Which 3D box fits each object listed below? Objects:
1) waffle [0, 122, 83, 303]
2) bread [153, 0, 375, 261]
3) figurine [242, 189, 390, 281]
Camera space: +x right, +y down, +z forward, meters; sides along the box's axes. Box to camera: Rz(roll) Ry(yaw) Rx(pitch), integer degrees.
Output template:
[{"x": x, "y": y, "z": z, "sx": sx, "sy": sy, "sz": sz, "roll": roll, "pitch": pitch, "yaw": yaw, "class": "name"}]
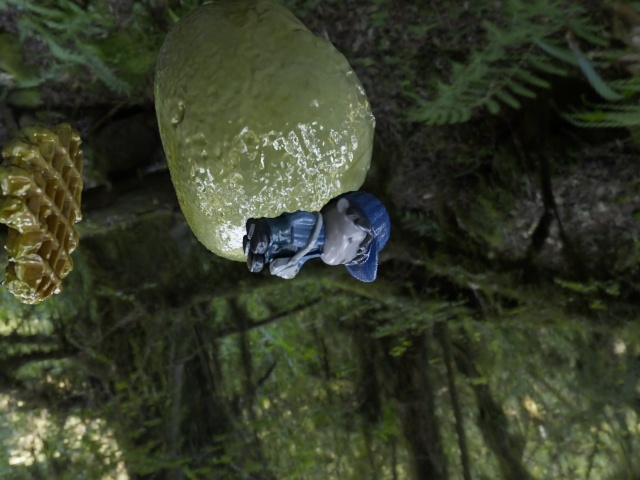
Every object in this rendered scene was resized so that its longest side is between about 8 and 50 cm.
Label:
[{"x": -0.365, "y": -0.028, "z": 1.038, "sx": 0.056, "sy": 0.253, "sz": 0.249, "roll": 10, "pitch": -167, "yaw": 0, "class": "waffle"}, {"x": -0.086, "y": -0.133, "z": 0.981, "sx": 0.237, "sy": 0.320, "sz": 0.320, "roll": -25, "pitch": 172, "yaw": -20, "class": "bread"}, {"x": -0.003, "y": -0.006, "z": 0.719, "sx": 0.136, "sy": 0.079, "sz": 0.077, "roll": 2, "pitch": 134, "yaw": -16, "class": "figurine"}]
